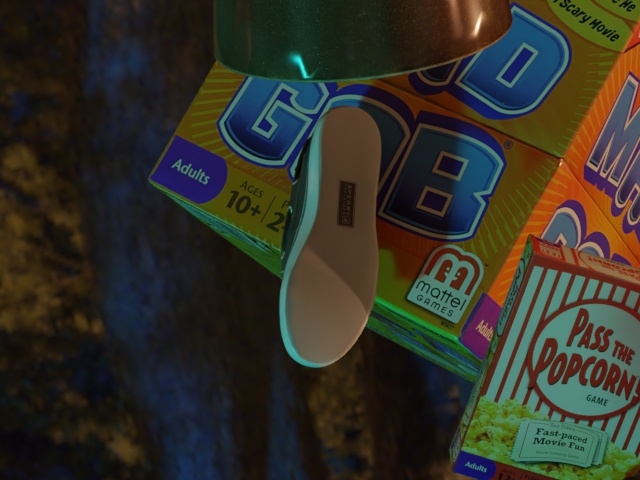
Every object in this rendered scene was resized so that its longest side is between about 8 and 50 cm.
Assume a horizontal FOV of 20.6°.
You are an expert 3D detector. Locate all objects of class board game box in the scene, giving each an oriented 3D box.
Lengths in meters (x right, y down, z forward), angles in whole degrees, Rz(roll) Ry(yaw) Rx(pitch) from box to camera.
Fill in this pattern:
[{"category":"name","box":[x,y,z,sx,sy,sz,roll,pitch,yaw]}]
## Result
[{"category":"board game box","box":[0.199,0.108,1.368,0.146,0.193,0.045,16,-162,-4]},{"category":"board game box","box":[0.130,-0.083,1.703,0.356,0.356,0.356,27,-96,29]}]

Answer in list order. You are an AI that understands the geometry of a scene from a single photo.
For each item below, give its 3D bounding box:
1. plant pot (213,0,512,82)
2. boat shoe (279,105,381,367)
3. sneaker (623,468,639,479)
[{"category":"plant pot","box":[0.016,-0.253,1.219,0.215,0.230,0.215,-6,-157,3]},{"category":"boat shoe","box":[0.000,0.000,1.479,0.080,0.228,0.076,11,161,-19]},{"category":"sneaker","box":[0.295,0.213,1.254,0.101,0.153,0.268,-22,172,-38]}]
